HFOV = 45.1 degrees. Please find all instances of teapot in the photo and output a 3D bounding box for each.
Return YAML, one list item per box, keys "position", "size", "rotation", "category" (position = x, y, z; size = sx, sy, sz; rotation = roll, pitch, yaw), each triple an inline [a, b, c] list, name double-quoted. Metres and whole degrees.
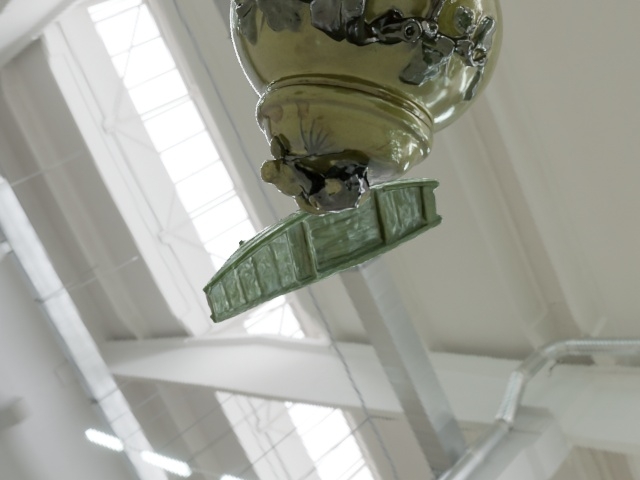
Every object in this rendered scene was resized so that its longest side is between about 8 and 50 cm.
- position: [0.022, -0.106, 0.472]
  size: [0.173, 0.183, 0.269]
  rotation: [11, -12, 3]
  category: "teapot"

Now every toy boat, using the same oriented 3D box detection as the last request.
- position: [0.000, 0.000, 0.847]
  size: [0.055, 0.293, 0.093]
  rotation: [41, -30, 51]
  category: "toy boat"
